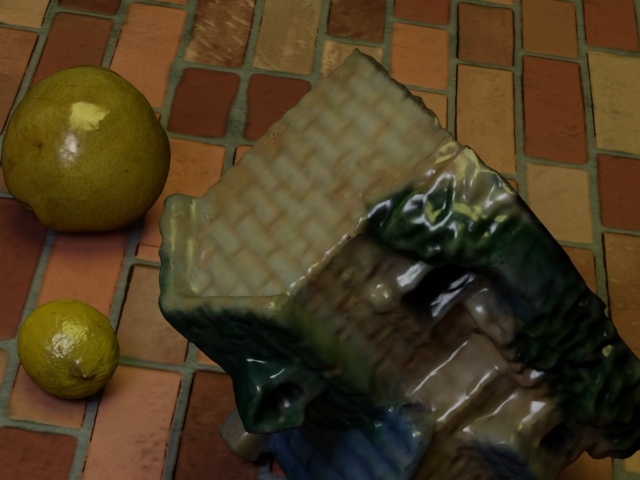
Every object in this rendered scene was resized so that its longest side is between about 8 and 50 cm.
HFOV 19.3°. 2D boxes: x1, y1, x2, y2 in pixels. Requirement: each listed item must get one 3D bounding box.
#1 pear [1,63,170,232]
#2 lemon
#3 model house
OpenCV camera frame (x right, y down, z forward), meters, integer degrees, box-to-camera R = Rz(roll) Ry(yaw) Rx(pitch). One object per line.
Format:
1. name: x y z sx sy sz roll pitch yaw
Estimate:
1. pear: -0.295 -0.105 2.334 0.208 0.209 0.209 6 37 -4
2. lemon: -0.283 0.120 2.110 0.109 0.109 0.133 -16 37 -30
3. model house: 0.061 0.111 1.936 0.400 0.445 0.395 -40 44 2
